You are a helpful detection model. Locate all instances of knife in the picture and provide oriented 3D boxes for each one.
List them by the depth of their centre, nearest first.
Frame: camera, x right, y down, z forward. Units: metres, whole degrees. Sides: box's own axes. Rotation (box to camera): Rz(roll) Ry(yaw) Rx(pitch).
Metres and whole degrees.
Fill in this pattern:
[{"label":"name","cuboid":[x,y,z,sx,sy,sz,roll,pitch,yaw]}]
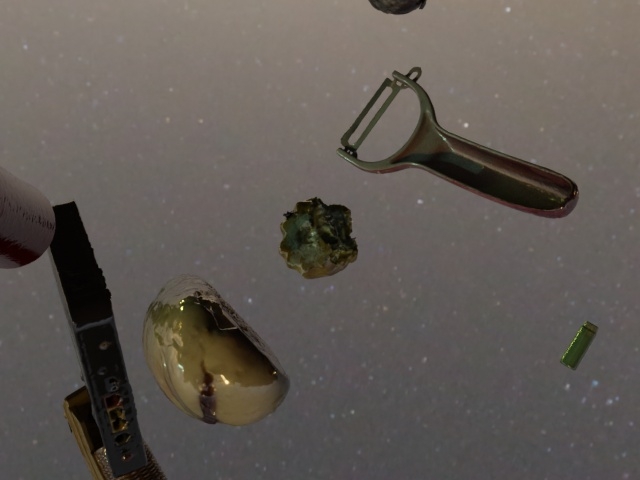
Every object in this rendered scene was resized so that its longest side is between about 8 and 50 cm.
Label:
[{"label":"knife","cuboid":[0.138,-0.082,0.788,0.053,0.123,0.278,32,-179,-44]}]

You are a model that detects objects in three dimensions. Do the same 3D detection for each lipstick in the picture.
[{"label":"lipstick","cuboid":[-0.250,-0.025,0.605,0.080,0.080,0.241,4,175,-6]}]

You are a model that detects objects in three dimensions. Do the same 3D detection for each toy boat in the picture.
[{"label":"toy boat","cuboid":[-0.299,0.363,1.321,0.089,0.115,0.310,-27,-92,-35]}]

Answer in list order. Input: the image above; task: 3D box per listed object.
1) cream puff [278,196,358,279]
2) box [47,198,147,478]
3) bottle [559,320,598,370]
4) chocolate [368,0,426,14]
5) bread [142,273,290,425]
[{"label":"cream puff","cuboid":[0.001,0.000,1.556,0.156,0.121,0.156,27,-139,-26]},{"label":"box","cuboid":[-0.290,0.135,1.083,0.058,0.350,0.211,-15,-134,-18]},{"label":"bottle","cuboid":[0.434,0.176,1.410,0.030,0.083,0.030,31,180,0]},{"label":"chocolate","cuboid":[0.086,-0.473,1.361,0.110,0.248,0.110,-30,-170,6]},{"label":"bread","cuboid":[-0.058,0.055,0.421,0.073,0.053,0.214,44,172,-9]}]
